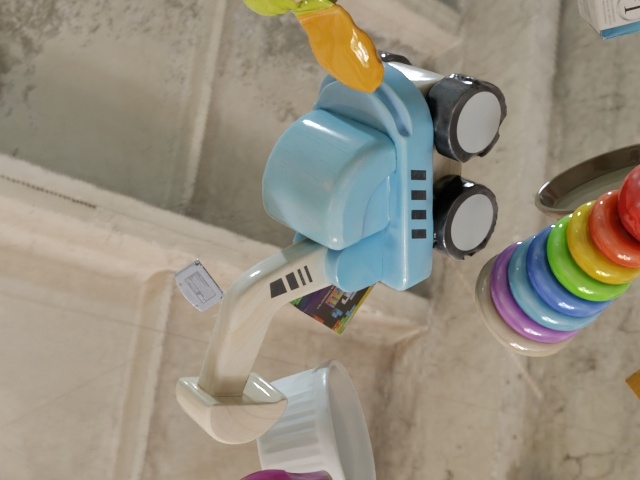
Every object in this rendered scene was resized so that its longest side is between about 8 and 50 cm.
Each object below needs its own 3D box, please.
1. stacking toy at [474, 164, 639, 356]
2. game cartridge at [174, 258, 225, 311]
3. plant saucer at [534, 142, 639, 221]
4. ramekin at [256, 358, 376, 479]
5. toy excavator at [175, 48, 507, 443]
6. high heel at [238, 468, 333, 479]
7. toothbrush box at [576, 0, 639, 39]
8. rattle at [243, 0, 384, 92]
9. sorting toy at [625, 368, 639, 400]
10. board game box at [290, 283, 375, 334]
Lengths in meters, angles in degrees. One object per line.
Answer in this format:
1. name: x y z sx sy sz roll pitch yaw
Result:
1. stacking toy: 0.299 0.013 1.041 0.141 0.330 0.141 8 -118 -15
2. game cartridge: -0.204 0.077 1.570 0.056 0.017 0.083 -34 -64 -2
3. plant saucer: 0.486 -0.093 1.529 0.278 0.278 0.041 -33 -73 -33
4. ramekin: -0.007 0.349 1.591 0.277 0.135 0.277 -15 -90 -79
5. toy excavator: 0.000 0.000 1.225 0.445 0.222 0.432 -22 -56 -31
6. high heel: -0.052 0.357 0.978 0.117 0.082 0.244 4 -81 -34
7. toothbrush box: 0.393 -0.346 0.920 0.126 0.296 0.216 -82 -24 -64
8. rattle: 0.013 -0.242 0.749 0.143 0.130 0.199 23 -134 -28
9. sorting toy: 0.282 0.205 0.536 0.307 0.041 0.229 56 -161 22
10. board game box: 0.036 0.068 1.654 0.170 0.048 0.141 -56 -35 -1
